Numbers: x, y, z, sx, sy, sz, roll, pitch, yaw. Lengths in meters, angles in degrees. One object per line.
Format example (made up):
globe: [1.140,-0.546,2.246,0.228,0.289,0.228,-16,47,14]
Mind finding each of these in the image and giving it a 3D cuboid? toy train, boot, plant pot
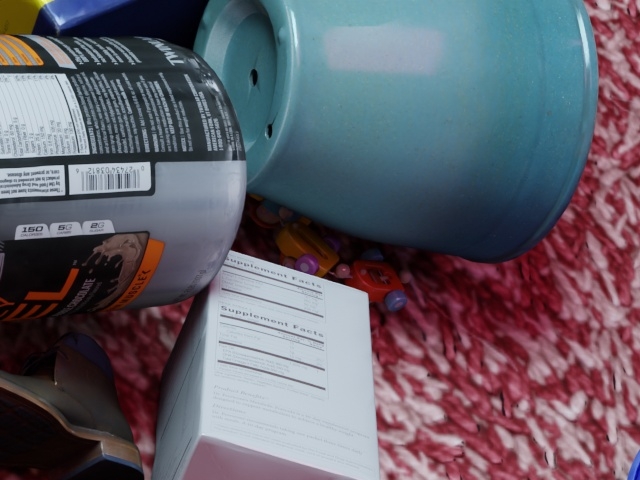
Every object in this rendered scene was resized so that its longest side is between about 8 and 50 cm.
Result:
toy train: [0.000,0.000,1.545,0.125,0.046,0.166,0,50,-48]
boot: [-0.215,0.111,1.334,0.219,0.082,0.106,42,28,-50]
plant pot: [0.042,-0.122,1.463,0.255,0.271,0.271,3,61,-31]

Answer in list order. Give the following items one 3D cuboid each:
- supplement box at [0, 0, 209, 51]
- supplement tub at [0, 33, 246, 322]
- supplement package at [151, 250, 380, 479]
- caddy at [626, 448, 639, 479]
supplement box: [-0.254,-0.291,1.517,0.194,0.195,0.356,-27,75,-31]
supplement tub: [-0.239,-0.043,1.271,0.338,0.207,0.207,-4,63,-39]
supplement package: [-0.043,0.136,1.337,0.134,0.139,0.244,17,30,-11]
caddy: [0.359,0.290,1.437,0.241,0.179,0.341,23,54,-27]
